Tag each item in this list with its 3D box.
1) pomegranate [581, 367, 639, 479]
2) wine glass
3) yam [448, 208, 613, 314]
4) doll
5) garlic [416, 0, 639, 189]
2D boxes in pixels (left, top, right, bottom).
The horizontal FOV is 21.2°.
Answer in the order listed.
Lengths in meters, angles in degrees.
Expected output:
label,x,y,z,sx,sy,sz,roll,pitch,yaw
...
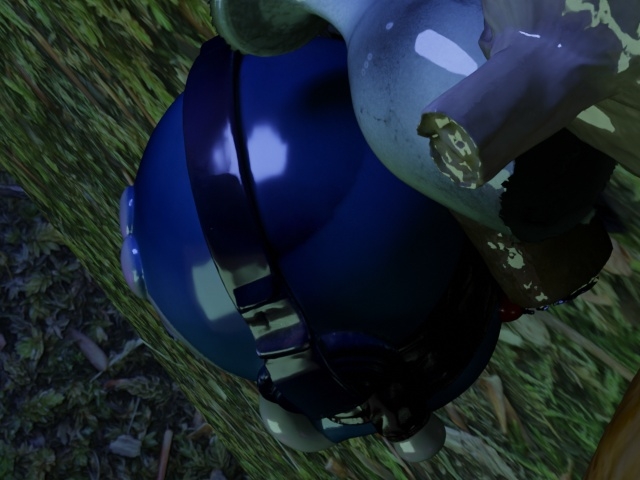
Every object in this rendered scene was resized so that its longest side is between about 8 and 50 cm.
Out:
label,x,y,z,sx,sy,sz,roll,pitch,yaw
pomegranate,0.251,0.134,0.585,0.338,0.338,0.338,44,165,15
wine glass,0.055,-0.100,0.942,0.241,0.126,0.126,41,164,35
yam,0.120,-0.025,1.051,0.127,0.084,0.084,58,163,-21
doll,0.000,0.000,1.168,0.310,0.240,0.284,42,-147,-46
garlic,0.117,-0.084,0.637,0.218,0.212,0.218,44,159,21
